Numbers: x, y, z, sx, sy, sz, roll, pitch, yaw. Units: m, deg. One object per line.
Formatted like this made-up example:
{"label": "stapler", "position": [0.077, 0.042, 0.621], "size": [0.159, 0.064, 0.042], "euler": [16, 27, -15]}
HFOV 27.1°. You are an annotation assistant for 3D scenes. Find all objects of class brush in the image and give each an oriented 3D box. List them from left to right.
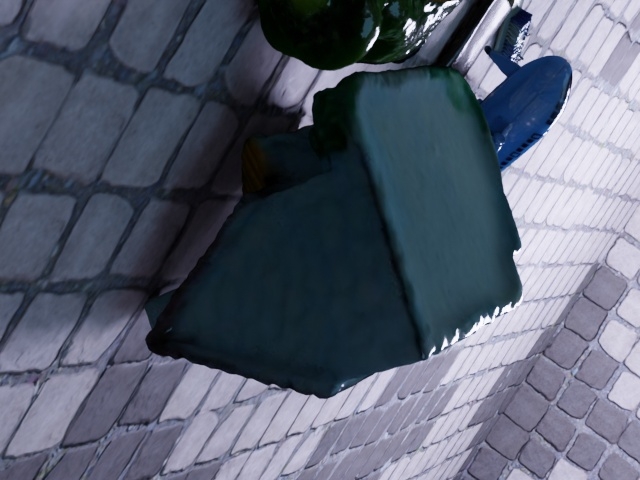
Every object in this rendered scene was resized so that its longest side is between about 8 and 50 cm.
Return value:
{"label": "brush", "position": [0.212, -0.249, 1.405], "size": [0.033, 0.030, 0.179], "euler": [-35, 155, -24]}

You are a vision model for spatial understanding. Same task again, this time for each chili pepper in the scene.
{"label": "chili pepper", "position": [0.035, -0.184, 0.981], "size": [0.136, 0.099, 0.270], "euler": [-36, 177, 26]}

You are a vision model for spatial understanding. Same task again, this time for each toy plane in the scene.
{"label": "toy plane", "position": [0.171, -0.105, 1.394], "size": [0.254, 0.105, 0.271], "euler": [-51, 174, -47]}

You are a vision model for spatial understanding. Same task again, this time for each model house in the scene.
{"label": "model house", "position": [0.000, 0.000, 1.108], "size": [0.248, 0.230, 0.280], "euler": [-16, 180, 28]}

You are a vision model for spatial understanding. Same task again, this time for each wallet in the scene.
{"label": "wallet", "position": [0.144, -0.186, 1.357], "size": [0.157, 0.018, 0.082], "euler": [-56, 162, 3]}
